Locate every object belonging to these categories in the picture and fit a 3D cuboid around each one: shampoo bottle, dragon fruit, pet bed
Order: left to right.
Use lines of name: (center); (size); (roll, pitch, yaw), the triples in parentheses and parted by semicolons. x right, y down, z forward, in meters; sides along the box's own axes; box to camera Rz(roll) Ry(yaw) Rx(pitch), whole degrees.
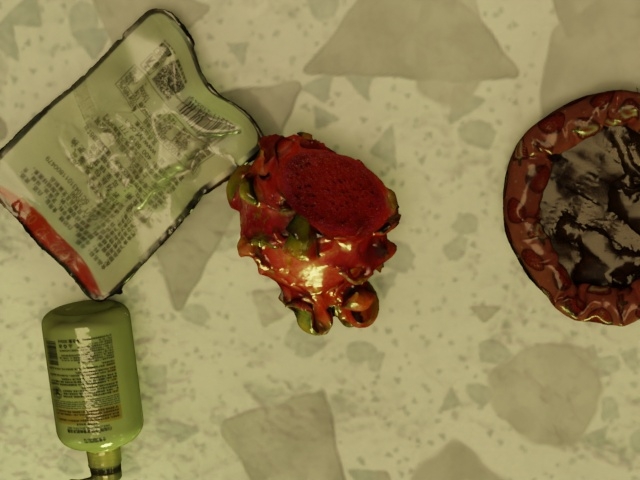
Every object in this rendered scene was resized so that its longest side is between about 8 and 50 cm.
shampoo bottle: (-0.198, 0.137, 1.562); (0.079, 0.079, 0.162); (-5, 102, 9)
dragon fruit: (0.000, 0.000, 1.483); (0.150, 0.133, 0.207); (3, 135, 29)
pet bed: (0.247, -0.030, 1.481); (0.201, 0.053, 0.201); (1, 98, 4)

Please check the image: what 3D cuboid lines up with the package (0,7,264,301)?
package: (-0.166, -0.074, 1.531); (0.232, 0.040, 0.166); (-43, 89, 16)
